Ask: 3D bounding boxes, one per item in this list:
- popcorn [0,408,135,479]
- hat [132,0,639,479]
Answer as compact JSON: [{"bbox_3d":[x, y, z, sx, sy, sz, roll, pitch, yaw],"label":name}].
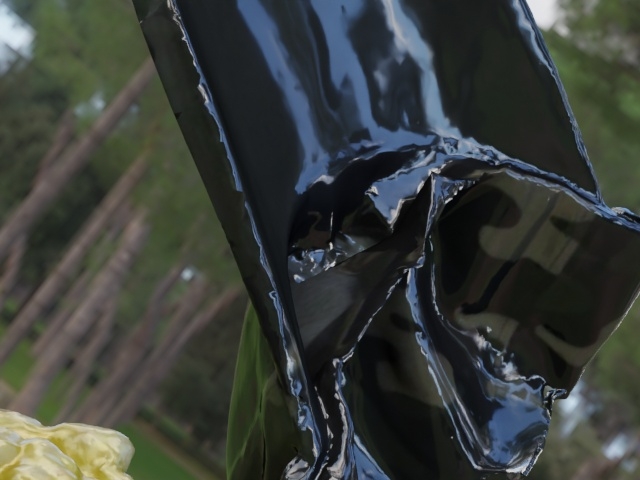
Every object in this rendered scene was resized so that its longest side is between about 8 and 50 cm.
[{"bbox_3d":[-0.155,0.149,0.838,0.180,0.180,0.170,31,8,38],"label":"popcorn"},{"bbox_3d":[0.000,0.000,1.064,0.382,0.366,0.257,54,-48,7],"label":"hat"}]
